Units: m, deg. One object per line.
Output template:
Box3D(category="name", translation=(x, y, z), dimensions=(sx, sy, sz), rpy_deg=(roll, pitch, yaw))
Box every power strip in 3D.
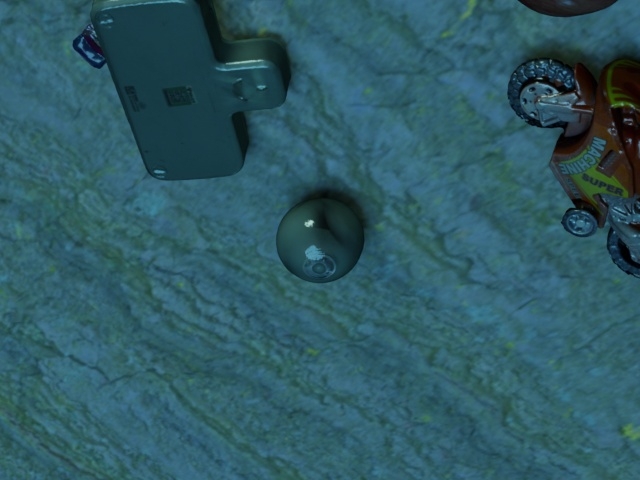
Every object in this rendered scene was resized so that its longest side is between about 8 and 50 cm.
Box3D(category="power strip", translation=(-0.132, -0.182, 1.417), dimensions=(0.194, 0.059, 0.265), rpy_deg=(-3, 135, 10))

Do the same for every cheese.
Box3D(category="cheese", translation=(-0.228, -0.248, 1.436), dimensions=(0.095, 0.038, 0.145), rpy_deg=(45, 128, -15))

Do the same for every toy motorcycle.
Box3D(category="toy motorcycle", translation=(0.322, -0.081, 1.315), dimensions=(0.171, 0.089, 0.298), rpy_deg=(-24, 115, 33))

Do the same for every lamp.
Box3D(category="lamp", translation=(0.000, 0.000, 1.498), dimensions=(0.105, 0.105, 0.105), rpy_deg=(11, 130, 13))

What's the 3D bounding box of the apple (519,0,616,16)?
Box3D(category="apple", translation=(0.237, -0.277, 1.158), dimensions=(0.120, 0.153, 0.153), rpy_deg=(24, 133, -14))
